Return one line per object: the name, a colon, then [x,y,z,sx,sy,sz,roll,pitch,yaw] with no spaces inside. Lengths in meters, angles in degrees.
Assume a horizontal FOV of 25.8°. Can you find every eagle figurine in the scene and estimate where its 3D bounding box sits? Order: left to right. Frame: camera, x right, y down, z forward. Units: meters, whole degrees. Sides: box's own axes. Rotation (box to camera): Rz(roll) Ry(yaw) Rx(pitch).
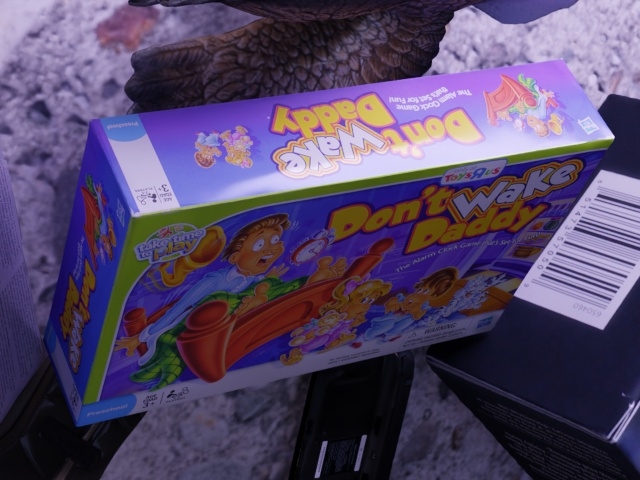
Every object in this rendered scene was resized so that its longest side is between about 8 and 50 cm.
eagle figurine: [0.016,-0.171,0.930,0.298,0.225,0.226,-53,129,-23]

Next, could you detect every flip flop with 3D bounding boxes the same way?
flip flop: [-0.217,0.151,1.025,0.277,0.080,0.112,-54,126,-17]

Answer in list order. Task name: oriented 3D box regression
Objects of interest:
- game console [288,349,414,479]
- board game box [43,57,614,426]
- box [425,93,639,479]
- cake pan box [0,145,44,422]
game console: [0.025,0.103,1.162,0.213,0.044,0.361,1,110,-31]
board game box: [0.000,0.000,0.962,0.347,0.078,0.233,-11,147,-26]
box: [0.329,0.119,1.214,0.293,0.212,0.395,-54,130,-13]
cake pan box: [-0.255,0.034,0.849,0.070,0.246,0.267,2,120,13]
